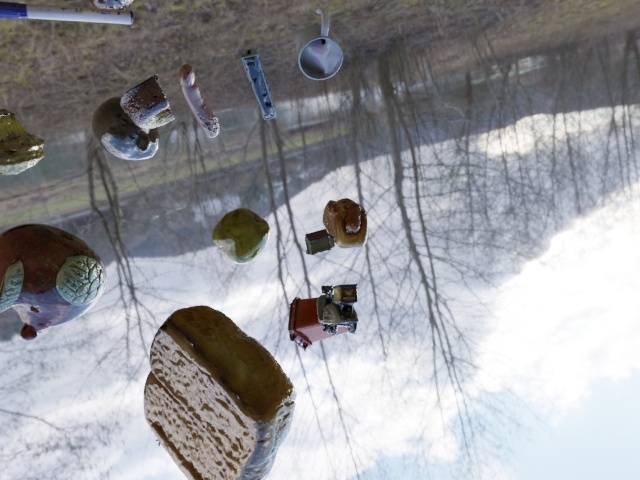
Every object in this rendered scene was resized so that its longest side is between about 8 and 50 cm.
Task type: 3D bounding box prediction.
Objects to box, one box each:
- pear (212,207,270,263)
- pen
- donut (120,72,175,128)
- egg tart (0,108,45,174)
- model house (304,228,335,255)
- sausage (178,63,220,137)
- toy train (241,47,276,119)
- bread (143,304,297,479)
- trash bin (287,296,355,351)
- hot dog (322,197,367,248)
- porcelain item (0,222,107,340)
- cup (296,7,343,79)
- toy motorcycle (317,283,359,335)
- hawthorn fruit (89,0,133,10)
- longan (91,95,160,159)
[{"bbox_3d":[-0.282,-0.019,1.845,0.200,0.200,0.200,-14,-169,3],"label":"pear"},{"bbox_3d":[-0.542,-0.484,1.097,0.269,0.033,0.033,-5,-173,-22],"label":"pen"},{"bbox_3d":[-0.506,-0.392,1.525,0.141,0.085,0.217,-30,-179,-6],"label":"donut"},{"bbox_3d":[-0.897,-0.268,1.318,0.351,0.150,0.352,6,-158,-3],"label":"egg tart"},{"bbox_3d":[0.000,0.000,1.328,0.083,0.058,0.057,-16,-171,-21],"label":"model house"},{"bbox_3d":[-0.417,-0.468,1.758,0.078,0.304,0.078,-7,-125,10],"label":"sausage"},{"bbox_3d":[-0.162,-0.415,1.384,0.043,0.207,0.047,-8,-129,7],"label":"toy train"},{"bbox_3d":[-0.202,0.324,1.021,0.337,0.328,0.148,35,-149,30],"label":"bread"},{"bbox_3d":[0.003,0.309,1.969,0.238,0.161,0.185,-14,-130,27],"label":"trash bin"},{"bbox_3d":[0.093,-0.082,1.972,0.150,0.153,0.257,0,-153,-16],"label":"hot dog"},{"bbox_3d":[-0.591,0.096,1.091,0.252,0.253,0.253,-14,-169,3],"label":"porcelain item"},{"bbox_3d":[-0.015,-0.601,1.559,0.134,0.173,0.142,-20,-132,10],"label":"cup"},{"bbox_3d":[0.046,0.209,1.570,0.090,0.157,0.263,0,173,-17],"label":"toy motorcycle"},{"bbox_3d":[-0.637,-0.771,1.535,0.148,0.172,0.148,-16,-156,8],"label":"hawthorn fruit"},{"bbox_3d":[-0.789,-0.452,2.097,0.243,0.300,0.300,-58,-170,5],"label":"longan"}]
